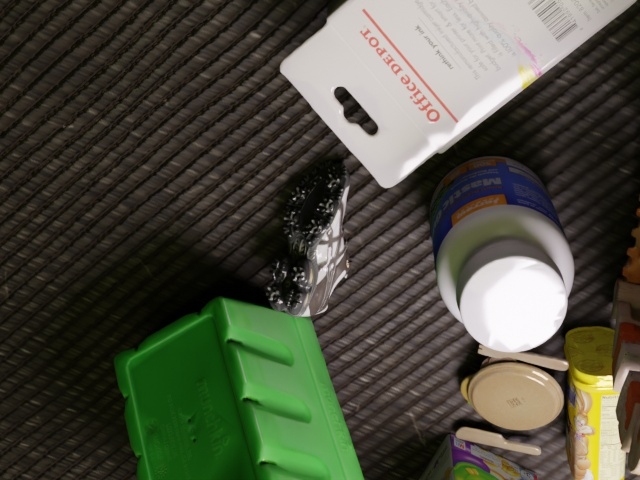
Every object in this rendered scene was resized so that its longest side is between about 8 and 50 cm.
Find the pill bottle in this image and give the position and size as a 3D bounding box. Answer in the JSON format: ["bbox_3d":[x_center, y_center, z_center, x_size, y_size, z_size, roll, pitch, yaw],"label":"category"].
[{"bbox_3d":[0.203,0.014,1.291,0.152,0.272,0.152,1,112,2],"label":"pill bottle"}]

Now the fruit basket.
[{"bbox_3d":[-0.078,0.293,1.421,0.283,0.392,0.392,-30,107,15],"label":"fruit basket"}]

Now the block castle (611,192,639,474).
[{"bbox_3d":[0.447,0.060,1.204,0.212,0.453,0.303,10,111,7],"label":"block castle"}]

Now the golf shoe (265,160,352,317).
[{"bbox_3d":[0.000,0.000,1.413,0.094,0.077,0.198,17,96,-49],"label":"golf shoe"}]

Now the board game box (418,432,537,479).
[{"bbox_3d":[0.198,0.398,1.445,0.142,0.275,0.144,25,112,-7],"label":"board game box"}]

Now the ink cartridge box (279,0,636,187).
[{"bbox_3d":[0.147,-0.247,1.271,0.353,0.119,0.207,-38,106,15],"label":"ink cartridge box"}]

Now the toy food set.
[{"bbox_3d":[0.248,0.194,1.470,0.132,0.039,0.192,13,132,6],"label":"toy food set"}]

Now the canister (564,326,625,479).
[{"bbox_3d":[0.350,0.213,1.444,0.073,0.126,0.170,-3,114,4],"label":"canister"}]
